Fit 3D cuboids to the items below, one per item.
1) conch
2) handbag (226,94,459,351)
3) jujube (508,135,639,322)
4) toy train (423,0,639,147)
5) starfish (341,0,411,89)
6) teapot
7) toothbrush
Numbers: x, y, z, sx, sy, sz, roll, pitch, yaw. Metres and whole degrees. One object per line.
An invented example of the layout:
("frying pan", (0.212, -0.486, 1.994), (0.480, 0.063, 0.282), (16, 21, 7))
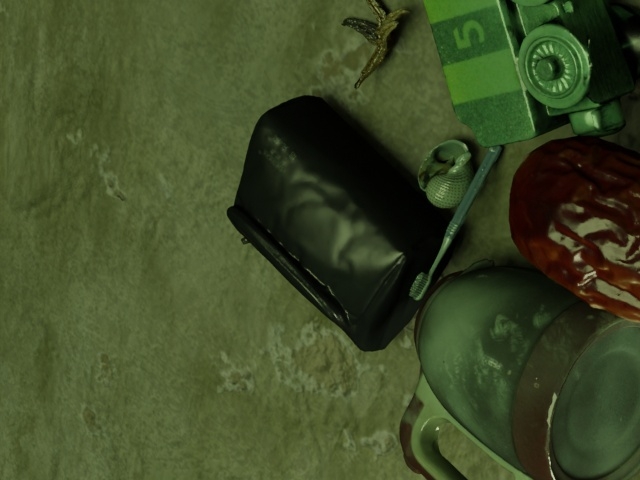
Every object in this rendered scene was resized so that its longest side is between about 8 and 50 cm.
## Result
("conch", (0.164, -0.082, 1.796), (0.085, 0.057, 0.076), (-48, 52, 11))
("handbag", (-0.002, 0.000, 1.888), (0.302, 0.178, 0.275), (44, 130, 19))
("jujube", (0.316, -0.013, 1.531), (0.250, 0.174, 0.174), (39, 129, 34))
("toy train", (0.236, -0.249, 1.596), (0.238, 0.167, 0.299), (-10, 99, 49))
("starfish", (0.071, -0.255, 1.821), (0.133, 0.041, 0.130), (47, 132, 53))
("teapot", (0.227, 0.181, 1.706), (0.312, 0.233, 0.315), (26, 95, 49))
("toothbrush", (0.167, -0.024, 1.760), (0.016, 0.019, 0.219), (29, 90, 45))
